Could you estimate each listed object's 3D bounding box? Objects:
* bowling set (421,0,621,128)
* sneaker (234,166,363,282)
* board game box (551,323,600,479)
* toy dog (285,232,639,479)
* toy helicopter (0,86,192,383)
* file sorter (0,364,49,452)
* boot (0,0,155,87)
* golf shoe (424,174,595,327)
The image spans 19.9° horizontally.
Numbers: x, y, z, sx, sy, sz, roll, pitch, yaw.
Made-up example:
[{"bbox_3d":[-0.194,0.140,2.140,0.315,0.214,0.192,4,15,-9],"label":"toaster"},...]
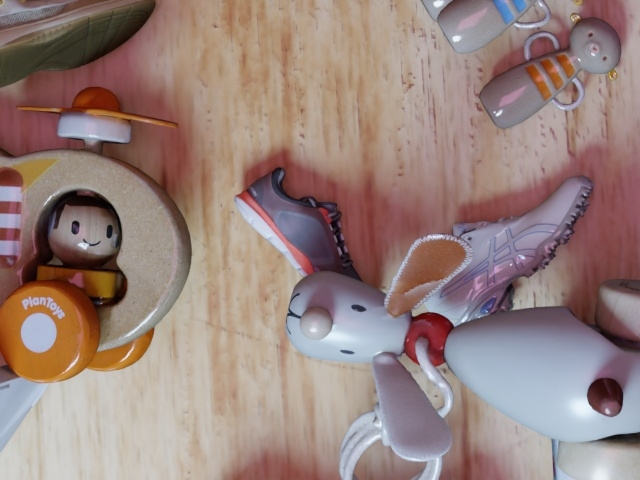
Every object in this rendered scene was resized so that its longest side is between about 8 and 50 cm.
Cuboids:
[{"bbox_3d":[0.146,-0.234,1.457,0.154,0.200,0.287,-31,93,5],"label":"bowling set"},{"bbox_3d":[0.000,0.000,1.546,0.158,0.061,0.065,44,89,2],"label":"sneaker"},{"bbox_3d":[0.305,0.219,1.504,0.224,0.097,0.303,-2,93,6],"label":"board game box"},{"bbox_3d":[0.128,0.099,1.400,0.334,0.161,0.220,-11,89,17],"label":"toy dog"},{"bbox_3d":[-0.258,-0.055,1.537,0.355,0.140,0.235,34,102,16],"label":"toy helicopter"},{"bbox_3d":[-0.384,0.176,1.524,0.173,0.193,0.277,35,95,6],"label":"file sorter"},{"bbox_3d":[-0.259,-0.217,1.527,0.213,0.077,0.165,-22,68,-33],"label":"boot"},{"bbox_3d":[0.152,0.002,1.528,0.086,0.069,0.176,41,94,9],"label":"golf shoe"}]
